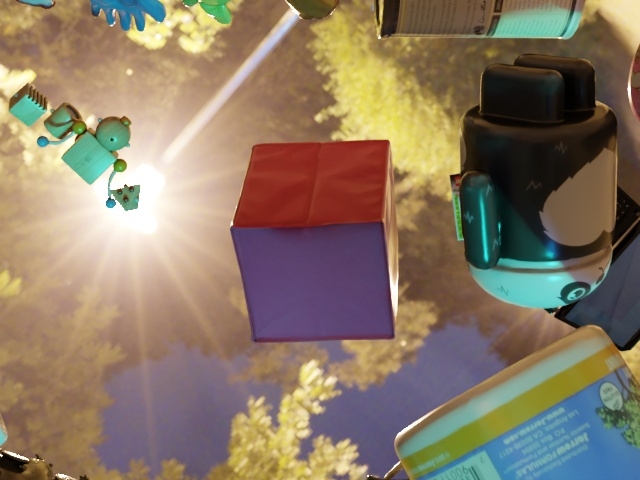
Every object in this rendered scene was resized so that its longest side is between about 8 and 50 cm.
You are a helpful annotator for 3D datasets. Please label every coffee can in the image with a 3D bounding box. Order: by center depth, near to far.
[{"bbox_3d":[0.220,-0.386,1.462,0.276,0.201,0.201,0,-163,-2],"label":"coffee can"}]

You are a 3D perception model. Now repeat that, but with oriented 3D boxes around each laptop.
[{"bbox_3d":[0.418,0.002,1.567,0.264,0.234,0.136,44,170,2],"label":"laptop"}]

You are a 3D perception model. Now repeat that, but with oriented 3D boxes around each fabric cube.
[{"bbox_3d":[0.000,0.000,1.784,0.258,0.259,0.254,-82,-12,-53],"label":"fabric cube"}]

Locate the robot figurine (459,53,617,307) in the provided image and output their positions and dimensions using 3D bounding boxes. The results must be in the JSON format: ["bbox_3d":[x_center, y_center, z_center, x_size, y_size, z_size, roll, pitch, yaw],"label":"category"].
[{"bbox_3d":[0.242,-0.060,1.139,0.173,0.209,0.278,-106,11,-69],"label":"robot figurine"}]

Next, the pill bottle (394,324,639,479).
[{"bbox_3d":[0.172,0.201,0.610,0.272,0.152,0.152,60,-164,12],"label":"pill bottle"}]

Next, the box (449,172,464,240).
[{"bbox_3d":[0.276,-0.058,1.795,0.207,0.036,0.114,-1,-97,-67],"label":"box"}]

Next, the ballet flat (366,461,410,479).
[{"bbox_3d":[0.183,0.279,1.267,0.095,0.281,0.096,72,178,-66],"label":"ballet flat"}]

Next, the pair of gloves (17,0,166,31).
[{"bbox_3d":[-0.267,-0.282,1.130,0.198,0.023,0.159,13,167,-4],"label":"pair of gloves"}]

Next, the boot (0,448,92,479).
[{"bbox_3d":[-0.393,0.371,1.346,0.445,0.146,0.367,36,178,-25],"label":"boot"}]

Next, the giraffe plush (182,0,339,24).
[{"bbox_3d":[-0.083,-0.314,1.137,0.210,0.171,0.181,-38,-66,-48],"label":"giraffe plush"}]

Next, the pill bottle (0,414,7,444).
[{"bbox_3d":[-0.338,0.154,0.810,0.087,0.160,0.087,55,160,31],"label":"pill bottle"}]

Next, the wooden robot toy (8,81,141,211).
[{"bbox_3d":[-0.230,-0.109,1.062,0.173,0.079,0.076,45,-163,-18],"label":"wooden robot toy"}]

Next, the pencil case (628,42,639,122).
[{"bbox_3d":[0.488,-0.125,1.063,0.160,0.167,0.386,-9,-151,-21],"label":"pencil case"}]
